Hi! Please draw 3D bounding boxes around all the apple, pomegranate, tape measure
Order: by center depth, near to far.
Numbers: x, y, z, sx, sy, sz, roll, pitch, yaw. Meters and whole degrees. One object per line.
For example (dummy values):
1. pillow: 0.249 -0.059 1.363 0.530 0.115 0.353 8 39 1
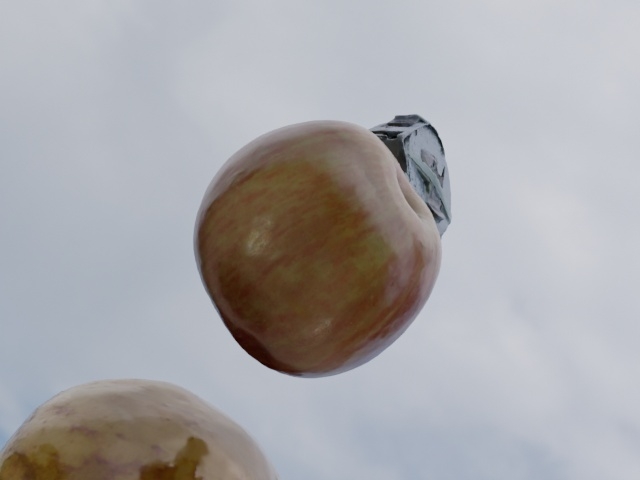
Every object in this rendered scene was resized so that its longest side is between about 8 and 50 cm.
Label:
1. apple: 0.000 0.000 0.822 0.131 0.146 0.146 -29 -71 20
2. tape measure: 0.052 -0.037 0.927 0.054 0.094 0.091 -6 -91 24
3. pomegranate: -0.134 0.210 0.996 0.248 0.248 0.248 27 -36 22
